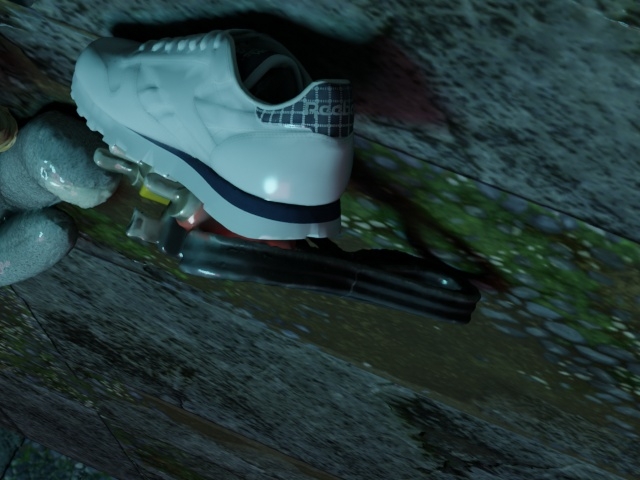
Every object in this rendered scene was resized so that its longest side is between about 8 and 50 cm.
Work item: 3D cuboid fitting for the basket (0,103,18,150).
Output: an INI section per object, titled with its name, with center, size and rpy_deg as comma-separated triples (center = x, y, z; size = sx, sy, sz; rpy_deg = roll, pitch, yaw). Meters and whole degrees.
[basket]
center = -0.262, -0.152, 0.811
size = 0.223, 0.213, 0.299
rpy_deg = -29, 98, 26

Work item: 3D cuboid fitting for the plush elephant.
[plush elephant]
center = -0.343, 0.004, 1.287
size = 0.272, 0.255, 0.330
rpy_deg = 29, 162, -10

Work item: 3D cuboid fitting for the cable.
[cable]
center = 0.000, 0.000, 1.057
size = 0.287, 0.072, 0.139
rpy_deg = 13, -171, -27

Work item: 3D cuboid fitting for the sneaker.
[sneaker]
center = -0.060, -0.083, 0.965
size = 0.090, 0.095, 0.235
rpy_deg = -12, -149, -40

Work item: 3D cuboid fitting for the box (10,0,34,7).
[box]
center = -0.161, -0.208, 0.709
size = 0.060, 0.100, 0.244
rpy_deg = 20, 161, 18
